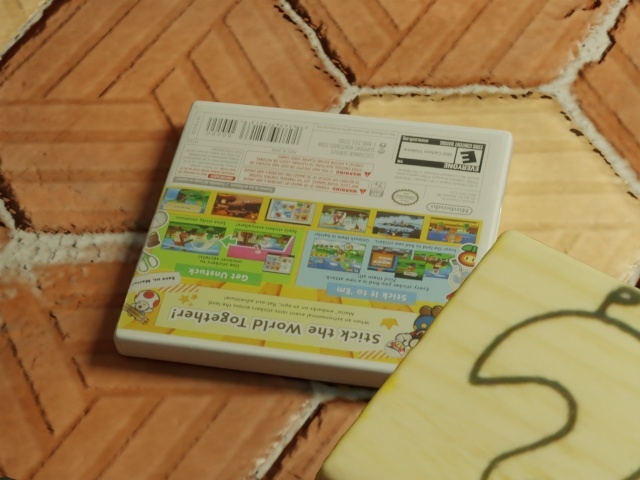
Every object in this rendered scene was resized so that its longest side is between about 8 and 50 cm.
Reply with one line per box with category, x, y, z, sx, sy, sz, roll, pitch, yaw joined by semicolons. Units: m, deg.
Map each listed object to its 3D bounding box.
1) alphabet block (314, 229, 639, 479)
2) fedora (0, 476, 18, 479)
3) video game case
alphabet block;0.134;0.147;0.896;0.197;0.193;0.192;26;57;24
fedora;-0.141;0.240;0.881;0.334;0.152;0.334;-3;52;4
video game case;0.000;0.000;1.134;0.227;0.026;0.206;7;53;11
